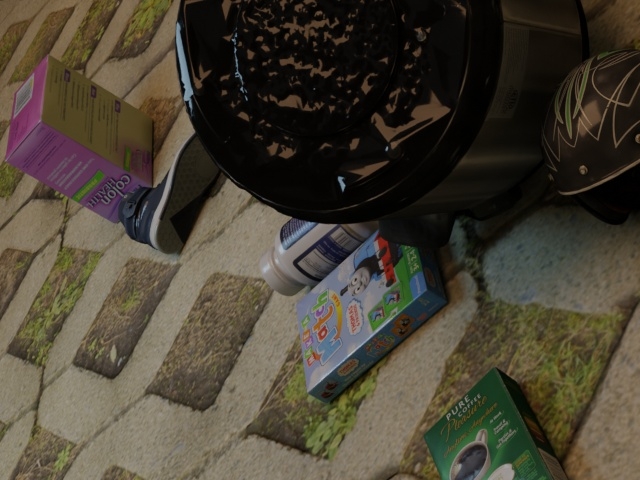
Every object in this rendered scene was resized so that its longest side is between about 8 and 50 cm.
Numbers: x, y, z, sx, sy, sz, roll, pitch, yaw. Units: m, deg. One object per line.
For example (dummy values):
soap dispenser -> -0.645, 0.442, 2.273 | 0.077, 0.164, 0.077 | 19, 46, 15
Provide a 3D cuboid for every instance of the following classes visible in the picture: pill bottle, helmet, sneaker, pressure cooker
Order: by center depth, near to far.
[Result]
helmet -> 0.294, -0.104, 1.270 | 0.169, 0.161, 0.169 | -38, 35, 33
pressure cooker -> 0.092, -0.199, 1.425 | 0.370, 0.420, 0.375 | -44, 73, 26
pill bottle -> 0.000, 0.000, 1.698 | 0.169, 0.094, 0.094 | -39, 34, 31
sneaker -> -0.255, -0.094, 2.191 | 0.163, 0.086, 0.226 | 13, 75, 57

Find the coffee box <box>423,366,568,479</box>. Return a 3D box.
coffee box -> 0.173, 0.221, 1.277 | 0.113, 0.040, 0.184 | -49, 31, 16

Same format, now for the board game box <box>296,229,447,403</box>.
board game box -> 0.057, 0.077, 1.595 | 0.211, 0.039, 0.160 | -44, 33, 26

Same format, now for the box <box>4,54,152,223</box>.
box -> -0.439, -0.186, 2.399 | 0.117, 0.243, 0.213 | -43, 33, 26
